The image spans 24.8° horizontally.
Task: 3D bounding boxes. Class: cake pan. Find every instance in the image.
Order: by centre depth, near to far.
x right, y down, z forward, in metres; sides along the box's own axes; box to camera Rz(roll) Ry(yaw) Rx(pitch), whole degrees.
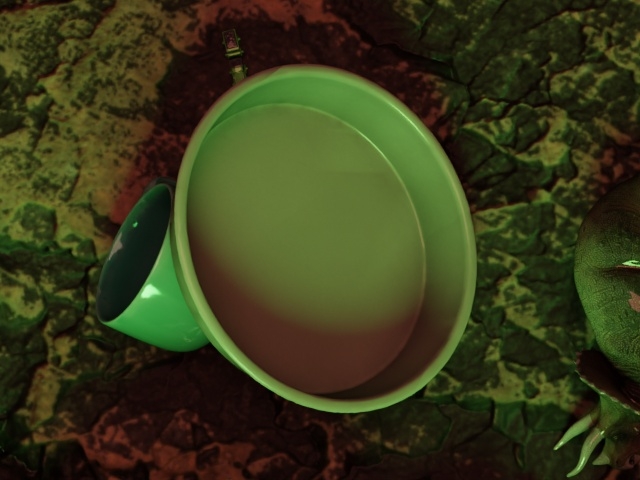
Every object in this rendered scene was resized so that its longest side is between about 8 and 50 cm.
[{"bbox_3d":[0.000,0.000,1.211,0.293,0.054,0.293,9,73,-31],"label":"cake pan"}]

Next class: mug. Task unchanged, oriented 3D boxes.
[{"bbox_3d":[-0.114,0.017,1.245,0.097,0.129,0.158,27,68,-24],"label":"mug"}]

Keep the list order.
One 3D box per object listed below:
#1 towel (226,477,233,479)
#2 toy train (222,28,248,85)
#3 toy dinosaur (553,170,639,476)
[{"bbox_3d":[-0.057,0.408,1.103,0.320,0.090,0.374,-39,91,10],"label":"towel"},{"bbox_3d":[-0.074,-0.153,1.327,0.017,0.024,0.083,-14,78,1],"label":"toy train"},{"bbox_3d":[0.277,0.036,1.224,0.160,0.121,0.313,-3,82,-4],"label":"toy dinosaur"}]
